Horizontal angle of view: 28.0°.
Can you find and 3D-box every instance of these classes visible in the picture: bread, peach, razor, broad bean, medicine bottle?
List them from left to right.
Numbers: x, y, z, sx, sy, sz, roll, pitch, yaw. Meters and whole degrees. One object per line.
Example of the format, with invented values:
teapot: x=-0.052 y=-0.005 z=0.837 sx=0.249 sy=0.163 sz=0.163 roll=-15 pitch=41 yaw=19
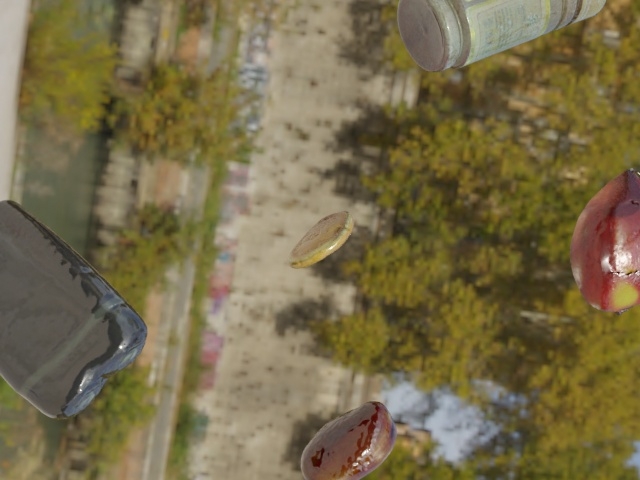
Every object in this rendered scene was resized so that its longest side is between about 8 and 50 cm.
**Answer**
razor: x=-0.423 y=0.096 z=1.884 sx=0.204 sy=0.349 sz=0.113 roll=-48 pitch=160 yaw=-5
bread: x=0.000 y=0.000 z=1.752 sx=0.024 sy=0.110 sz=0.110 roll=53 pitch=11 yaw=-16
broad bean: x=0.043 y=0.320 z=2.000 sx=0.084 sy=0.165 sz=0.114 roll=61 pitch=-2 yaw=-30
medicine bottle: x=0.292 y=-0.384 z=2.061 sx=0.151 sy=0.322 sz=0.151 roll=47 pitch=-30 yaw=38
peach: x=0.558 y=-0.005 z=2.332 sx=0.068 sy=0.189 sz=0.279 roll=132 pitch=-33 yaw=-77
